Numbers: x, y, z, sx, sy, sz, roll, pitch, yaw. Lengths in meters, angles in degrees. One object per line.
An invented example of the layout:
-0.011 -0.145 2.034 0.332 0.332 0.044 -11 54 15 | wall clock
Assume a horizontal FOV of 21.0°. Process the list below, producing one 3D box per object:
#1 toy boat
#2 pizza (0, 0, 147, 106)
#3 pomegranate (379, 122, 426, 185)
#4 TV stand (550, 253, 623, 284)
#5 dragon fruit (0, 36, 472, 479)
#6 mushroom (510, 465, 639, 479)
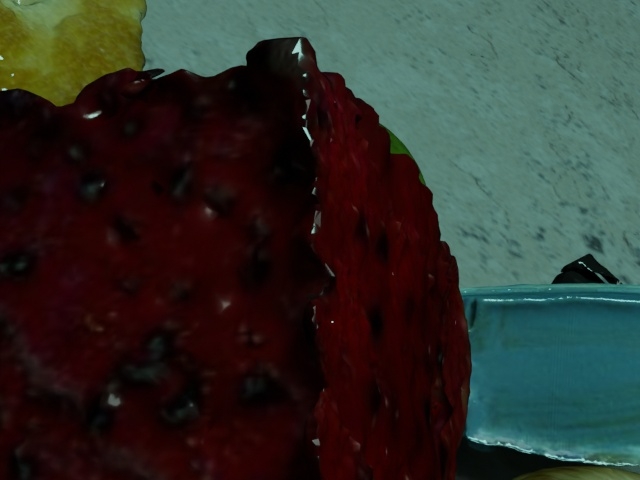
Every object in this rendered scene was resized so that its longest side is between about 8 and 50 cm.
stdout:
0.145 0.066 0.883 0.215 0.088 0.102 3 -1 -2 | toy boat
-0.199 -0.082 0.804 0.182 0.074 0.365 43 32 16 | pizza
-0.005 -0.003 0.848 0.130 0.130 0.130 24 34 -17 | pomegranate
0.222 0.109 0.966 0.249 0.042 0.036 45 31 16 | TV stand
-0.079 0.135 0.612 0.228 0.286 0.329 55 23 -67 | dragon fruit
0.163 0.204 0.693 0.278 0.146 0.278 30 26 -16 | mushroom
